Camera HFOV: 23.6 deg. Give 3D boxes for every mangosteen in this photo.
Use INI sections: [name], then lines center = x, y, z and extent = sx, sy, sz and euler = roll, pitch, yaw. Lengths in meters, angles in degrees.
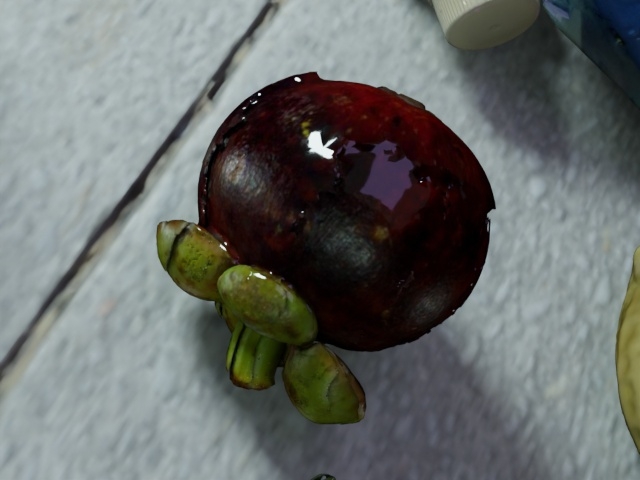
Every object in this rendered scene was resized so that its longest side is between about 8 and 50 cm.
[mangosteen]
center = 0.000, 0.000, 0.822
extent = 0.166, 0.166, 0.180
euler = 36, 76, -8

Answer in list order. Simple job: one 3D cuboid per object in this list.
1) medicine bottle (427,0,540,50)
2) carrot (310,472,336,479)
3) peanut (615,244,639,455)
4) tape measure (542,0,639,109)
[medicine bottle]
center = 0.081, -0.251, 1.045
extent = 0.114, 0.114, 0.252
euler = -2, 65, -32
[carrot]
center = 0.043, 0.238, 0.770
extent = 0.049, 0.049, 0.255
euler = -7, 70, -34
[peanut]
center = 0.264, 0.128, 0.921
extent = 0.147, 0.147, 0.306
euler = -7, 62, -34
[tape measure]
center = 0.304, -0.171, 1.080
extent = 0.262, 0.138, 0.259
euler = 46, 38, -13
